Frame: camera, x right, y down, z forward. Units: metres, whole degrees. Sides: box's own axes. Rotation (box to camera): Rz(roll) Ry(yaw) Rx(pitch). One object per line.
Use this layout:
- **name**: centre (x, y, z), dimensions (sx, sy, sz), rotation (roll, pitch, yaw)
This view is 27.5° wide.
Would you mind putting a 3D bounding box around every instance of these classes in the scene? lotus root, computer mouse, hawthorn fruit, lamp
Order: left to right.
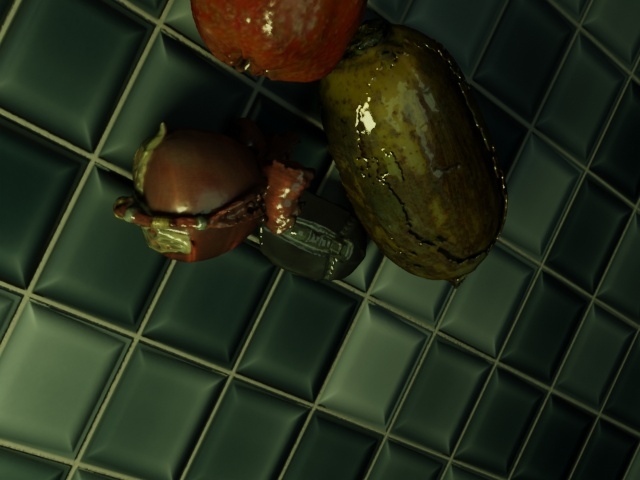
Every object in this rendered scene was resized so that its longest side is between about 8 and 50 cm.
- **lamp**: centre (-0.125, -0.054, 1.479), dimensions (0.223, 0.215, 0.151), rotation (9, 115, -21)
- **hawthorn fruit**: centre (-0.035, -0.303, 1.436), dimensions (0.205, 0.205, 0.253), rotation (22, 86, -44)
- **computer mouse**: centre (0.000, 0.000, 1.670), dimensions (0.192, 0.062, 0.106), rotation (22, 90, -46)
- **lotus root**: centre (0.121, -0.099, 1.664), dimensions (0.196, 0.179, 0.397), rotation (-38, 122, -14)
